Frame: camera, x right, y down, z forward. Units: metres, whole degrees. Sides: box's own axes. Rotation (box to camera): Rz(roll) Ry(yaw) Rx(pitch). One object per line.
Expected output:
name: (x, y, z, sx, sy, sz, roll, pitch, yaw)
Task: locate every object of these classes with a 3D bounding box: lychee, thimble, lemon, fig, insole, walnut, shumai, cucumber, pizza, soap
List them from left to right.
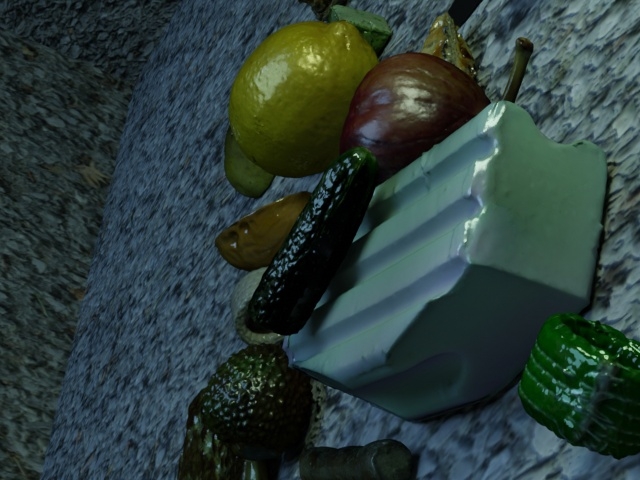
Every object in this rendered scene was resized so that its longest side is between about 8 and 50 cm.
lychee: (-0.088, 0.223, 1.817, 0.171, 0.171, 0.171, -54, 23, 36)
thimble: (-0.089, 0.104, 2.040, 0.115, 0.102, 0.090, -31, 27, 7)
walnut: (-0.075, 0.003, 2.081, 0.211, 0.167, 0.087, -37, 66, 46)
lemon: (-0.023, -0.220, 2.016, 0.263, 0.236, 0.235, 136, 151, -61)
shumai: (-0.002, -0.502, 2.457, 0.145, 0.116, 0.145, -56, 20, 33)
cucumber: (-0.001, -0.001, 1.470, 0.241, 0.074, 0.074, -60, 20, 20)
soap: (0.118, 0.054, 1.429, 0.446, 0.156, 0.261, -34, 38, 59)
pizza: (0.169, -0.235, 1.759, 0.154, 0.069, 0.193, -43, 24, 52)
fig: (0.151, -0.130, 1.568, 0.250, 0.186, 0.203, 3, 51, 36)
insole: (0.235, -0.369, 1.824, 0.232, 0.003, 0.080, -44, 30, 51)
thimble: (0.234, 0.124, 1.091, 0.130, 0.118, 0.090, -67, -1, -77)

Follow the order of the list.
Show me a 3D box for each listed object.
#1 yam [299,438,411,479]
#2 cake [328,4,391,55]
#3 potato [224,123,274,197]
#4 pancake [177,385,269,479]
yam: (0.035, 0.277, 1.560, 0.253, 0.061, 0.061, -25, 46, 65)
cake: (0.053, -0.281, 2.189, 0.100, 0.099, 0.235, -104, 19, -59)
potato: (-0.119, -0.216, 2.475, 0.271, 0.111, 0.160, -60, 22, 23)
pancake: (-0.151, 0.372, 2.002, 0.427, 0.067, 0.304, 176, 107, -69)
